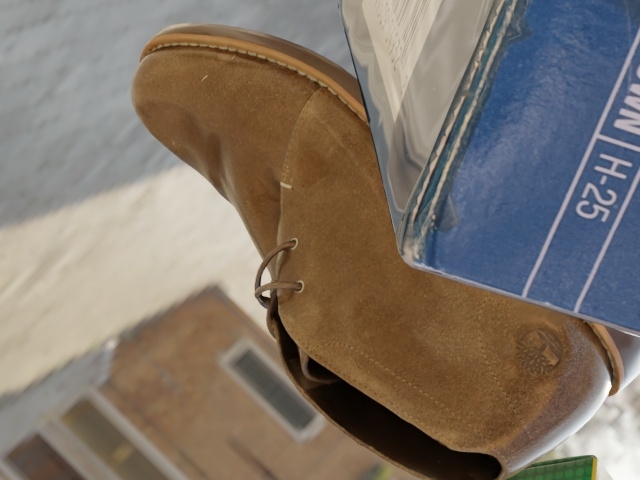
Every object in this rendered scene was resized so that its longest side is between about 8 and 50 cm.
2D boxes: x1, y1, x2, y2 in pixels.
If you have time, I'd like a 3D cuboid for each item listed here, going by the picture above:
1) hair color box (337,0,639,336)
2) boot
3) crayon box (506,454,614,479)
[{"bbox_3d":[0.187,-0.023,0.439,0.174,0.347,0.105,-99,-152,-65],"label":"hair color box"},{"bbox_3d":[0.000,0.000,0.872,0.115,0.305,0.112,-43,149,-20],"label":"boot"},{"bbox_3d":[0.124,0.268,0.924,0.081,0.165,0.278,-14,-138,29],"label":"crayon box"}]
